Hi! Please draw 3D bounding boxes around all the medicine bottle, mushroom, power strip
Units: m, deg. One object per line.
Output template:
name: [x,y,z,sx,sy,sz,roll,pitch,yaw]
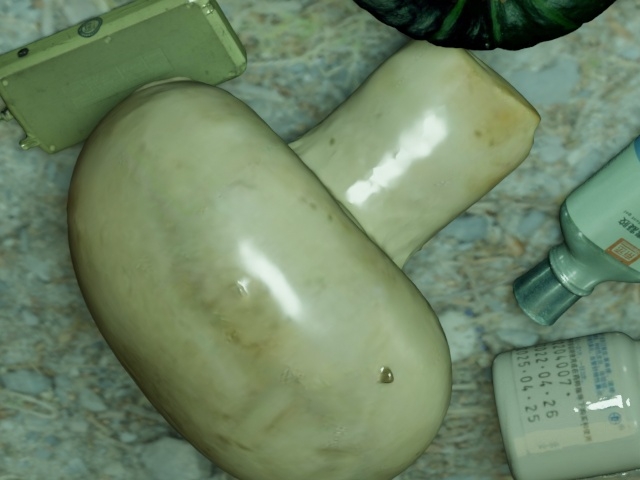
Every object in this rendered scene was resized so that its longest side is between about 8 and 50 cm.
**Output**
medicine bottle: [0.216,-0.016,1.289,0.090,0.054,0.208,30,125,-25]
mushroom: [0.000,0.000,1.198,0.290,0.292,0.292,-39,129,-12]
medicine bottle: [0.214,0.117,1.377,0.168,0.105,0.105,-10,131,9]
power strip: [-0.135,-0.109,1.216,0.169,0.028,0.076,-20,130,14]

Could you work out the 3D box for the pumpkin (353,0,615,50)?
pumpkin: [0.092,-0.195,1.070,0.202,0.140,0.202,1,131,1]
